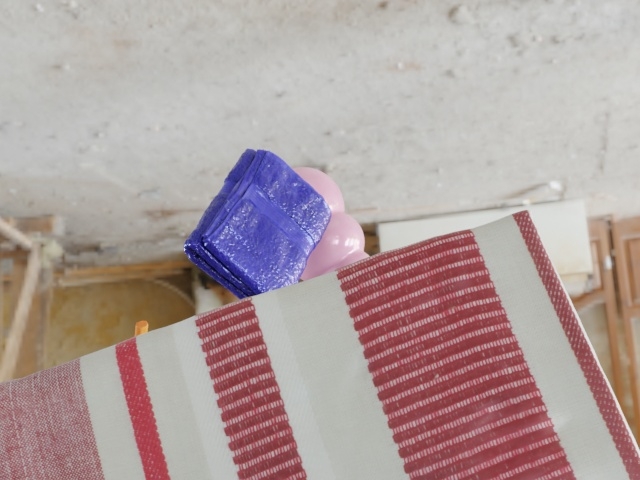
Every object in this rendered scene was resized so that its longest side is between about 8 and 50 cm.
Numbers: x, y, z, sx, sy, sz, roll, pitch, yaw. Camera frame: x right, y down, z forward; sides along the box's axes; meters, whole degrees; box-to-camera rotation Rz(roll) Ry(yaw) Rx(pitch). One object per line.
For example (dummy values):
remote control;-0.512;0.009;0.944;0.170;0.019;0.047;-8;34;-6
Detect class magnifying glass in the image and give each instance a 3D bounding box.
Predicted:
magnifying glass;-0.434;0.276;2.254;0.092;0.026;0.231;-18;140;-30

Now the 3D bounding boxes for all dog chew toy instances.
dog chew toy;0.000;0.000;2.060;0.206;0.332;0.206;-34;164;-11

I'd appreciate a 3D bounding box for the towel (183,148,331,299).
towel;-0.106;-0.026;1.794;0.227;0.308;0.076;38;136;-11

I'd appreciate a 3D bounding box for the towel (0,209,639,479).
towel;-0.001;0.137;0.496;0.329;0.237;0.037;-19;159;-2
